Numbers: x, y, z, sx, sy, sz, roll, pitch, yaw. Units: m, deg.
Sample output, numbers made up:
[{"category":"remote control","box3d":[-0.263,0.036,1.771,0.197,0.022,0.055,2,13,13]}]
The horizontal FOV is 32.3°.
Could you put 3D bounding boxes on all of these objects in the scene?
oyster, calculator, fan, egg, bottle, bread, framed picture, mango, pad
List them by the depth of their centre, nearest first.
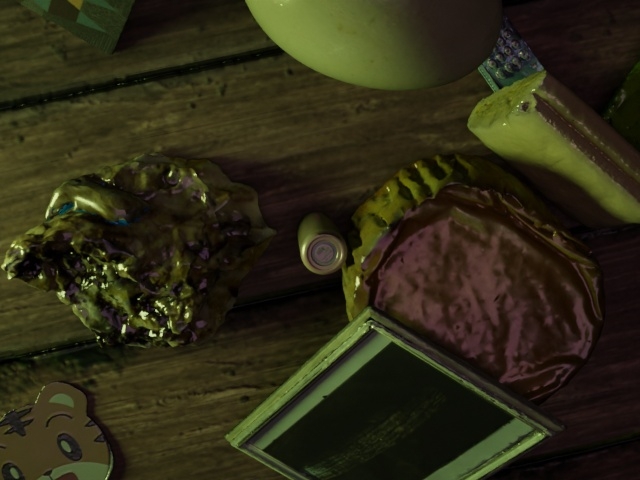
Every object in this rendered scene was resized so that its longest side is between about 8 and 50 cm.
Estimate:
[{"category":"egg","box3d":[0.046,-0.232,0.987,0.254,0.188,0.188,29,100,-13]},{"category":"pad","box3d":[-0.269,-0.247,0.990,0.211,0.143,0.003,29,67,-11]},{"category":"bread","box3d":[0.239,-0.080,1.074,0.178,0.139,0.060,38,71,-12]},{"category":"oyster","box3d":[-0.168,0.009,1.088,0.214,0.083,0.223,40,91,-16]},{"category":"bottle","box3d":[0.000,0.000,1.089,0.045,0.096,0.045,-1,105,-5]},{"category":"mango","box3d":[0.355,-0.136,1.091,0.178,0.100,0.119,-35,69,12]},{"category":"calculator","box3d":[0.153,-0.215,1.092,0.057,0.018,0.172,-40,103,4]},{"category":"bread","box3d":[0.144,0.045,1.095,0.253,0.142,0.227,40,99,-10]},{"category":"framed picture","box3d":[0.063,0.195,1.102,0.231,0.018,0.293,32,135,-12]},{"category":"fan","box3d":[-0.274,0.268,1.178,0.152,0.008,0.226,-28,104,1]}]
